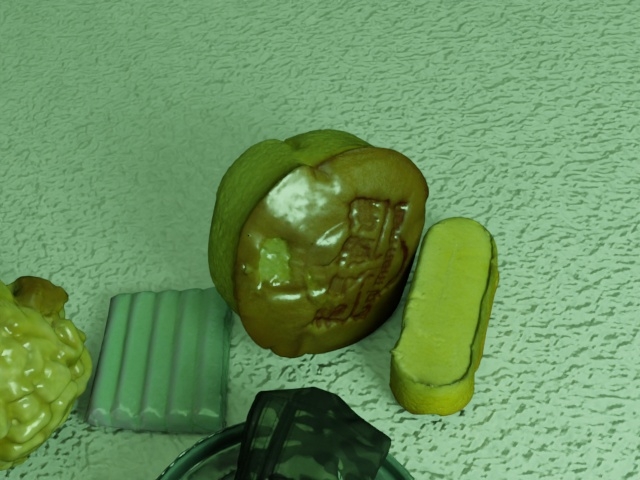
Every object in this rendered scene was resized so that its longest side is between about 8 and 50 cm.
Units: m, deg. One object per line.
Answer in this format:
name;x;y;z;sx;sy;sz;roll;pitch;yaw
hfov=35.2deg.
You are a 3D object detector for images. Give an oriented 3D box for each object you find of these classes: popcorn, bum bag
popcorn;-0.431;0.166;1.165;0.265;0.225;0.332;28;71;31
bum bag;-0.037;0.281;0.913;0.144;0.095;0.340;13;52;11

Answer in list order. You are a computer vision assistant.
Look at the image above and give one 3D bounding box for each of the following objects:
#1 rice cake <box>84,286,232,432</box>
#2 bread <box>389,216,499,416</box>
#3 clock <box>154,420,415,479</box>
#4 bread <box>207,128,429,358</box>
rice cake;-0.193;0.143;1.235;0.189;0.037;0.198;-1;49;13
bread;0.145;0.087;1.160;0.102;0.094;0.245;10;53;11
clock;-0.035;0.322;0.976;0.313;0.061;0.312;0;54;0
bread;0.000;0.000;1.160;0.270;0.270;0.148;-34;41;-15
